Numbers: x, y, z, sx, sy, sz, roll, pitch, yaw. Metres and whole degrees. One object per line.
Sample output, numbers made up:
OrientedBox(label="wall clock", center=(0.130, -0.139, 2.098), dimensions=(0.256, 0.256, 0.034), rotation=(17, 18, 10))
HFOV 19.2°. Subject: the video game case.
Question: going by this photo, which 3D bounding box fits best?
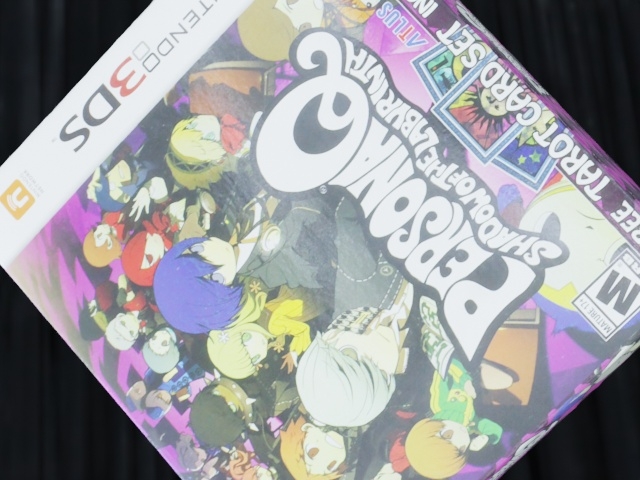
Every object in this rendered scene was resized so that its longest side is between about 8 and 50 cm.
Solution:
OrientedBox(label="video game case", center=(0.000, 0.000, 0.745), dimensions=(0.210, 0.232, 0.042), rotation=(-45, 167, 15))
